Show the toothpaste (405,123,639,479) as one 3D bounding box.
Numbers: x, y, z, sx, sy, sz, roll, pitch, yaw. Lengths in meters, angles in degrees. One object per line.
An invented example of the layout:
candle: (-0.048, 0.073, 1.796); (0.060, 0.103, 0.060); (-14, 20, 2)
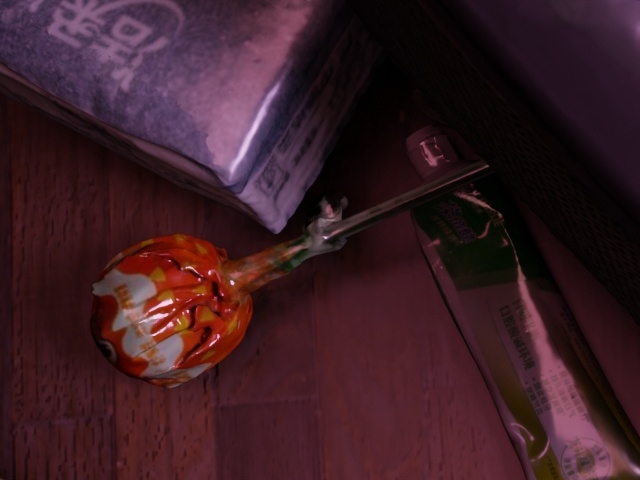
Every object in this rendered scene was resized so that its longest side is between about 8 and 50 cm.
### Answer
toothpaste: (0.107, 0.048, 0.779); (0.078, 0.047, 0.248); (-28, 75, 11)

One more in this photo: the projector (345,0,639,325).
projector: (0.268, -0.122, 0.607); (0.395, 0.242, 0.405); (-44, 97, -2)

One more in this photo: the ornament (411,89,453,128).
ornament: (0.102, -0.144, 0.806); (0.081, 0.075, 0.156); (15, 80, 14)

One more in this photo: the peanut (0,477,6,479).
peanut: (-0.254, 0.173, 0.788); (0.313, 0.152, 0.152); (24, 85, 15)

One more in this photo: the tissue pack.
tissue pack: (-0.045, -0.192, 0.776); (0.228, 0.103, 0.316); (28, 83, 25)

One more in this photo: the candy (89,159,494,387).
candy: (-0.001, -0.001, 0.775); (0.287, 0.084, 0.078); (-25, 67, 17)
